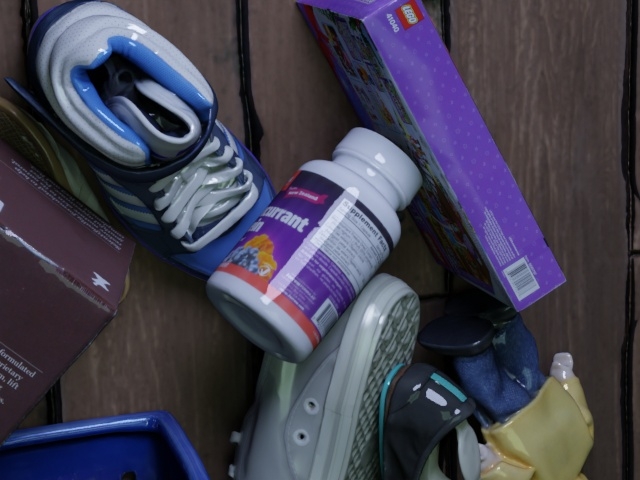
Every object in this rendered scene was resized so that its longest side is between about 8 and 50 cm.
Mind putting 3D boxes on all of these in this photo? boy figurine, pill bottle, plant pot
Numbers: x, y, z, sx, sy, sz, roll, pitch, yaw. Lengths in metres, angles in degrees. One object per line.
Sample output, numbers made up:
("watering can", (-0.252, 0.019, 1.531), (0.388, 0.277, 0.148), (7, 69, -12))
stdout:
("boy figurine", (0.198, 0.180, 1.768), (0.177, 0.092, 0.285), (-47, 122, -38))
("pill bottle", (0.000, 0.000, 1.580), (0.108, 0.108, 0.193), (45, 72, -20))
("plant pot", (-0.212, 0.297, 1.614), (0.236, 0.236, 0.212), (-8, 110, -15))

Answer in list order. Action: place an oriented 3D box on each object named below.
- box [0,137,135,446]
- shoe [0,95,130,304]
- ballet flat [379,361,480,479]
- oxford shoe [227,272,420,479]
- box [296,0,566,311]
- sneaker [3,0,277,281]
("box", (-0.284, 0.052, 1.534), (0.168, 0.167, 0.203), (39, 105, -12))
("shoe", (-0.240, -0.035, 1.626), (0.077, 0.058, 0.219), (-29, 105, 13))
("ballet flat", (0.094, 0.234, 1.696), (0.096, 0.095, 0.280), (20, 134, 19))
("oxford shoe", (-0.026, 0.227, 1.710), (0.130, 0.169, 0.449), (20, 107, 20))
("box", (0.094, -0.091, 1.627), (0.057, 0.201, 0.293), (-32, 109, -9))
("sneaker", (-0.123, -0.063, 1.551), (0.130, 0.236, 0.323), (-40, 109, -4))
